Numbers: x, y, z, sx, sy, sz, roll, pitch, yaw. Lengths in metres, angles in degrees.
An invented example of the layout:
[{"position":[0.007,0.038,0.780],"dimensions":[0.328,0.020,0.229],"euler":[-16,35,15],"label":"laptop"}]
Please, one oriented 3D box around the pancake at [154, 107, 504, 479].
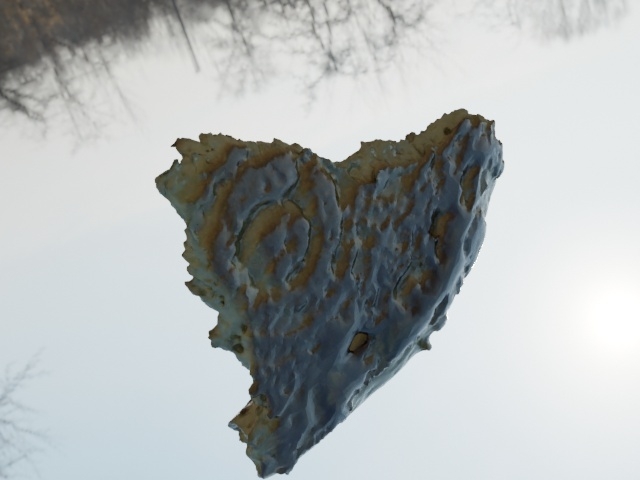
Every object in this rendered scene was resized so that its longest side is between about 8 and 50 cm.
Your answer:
[{"position":[0.000,0.000,0.531],"dimensions":[0.057,0.244,0.266],"euler":[10,-112,46],"label":"pancake"}]
